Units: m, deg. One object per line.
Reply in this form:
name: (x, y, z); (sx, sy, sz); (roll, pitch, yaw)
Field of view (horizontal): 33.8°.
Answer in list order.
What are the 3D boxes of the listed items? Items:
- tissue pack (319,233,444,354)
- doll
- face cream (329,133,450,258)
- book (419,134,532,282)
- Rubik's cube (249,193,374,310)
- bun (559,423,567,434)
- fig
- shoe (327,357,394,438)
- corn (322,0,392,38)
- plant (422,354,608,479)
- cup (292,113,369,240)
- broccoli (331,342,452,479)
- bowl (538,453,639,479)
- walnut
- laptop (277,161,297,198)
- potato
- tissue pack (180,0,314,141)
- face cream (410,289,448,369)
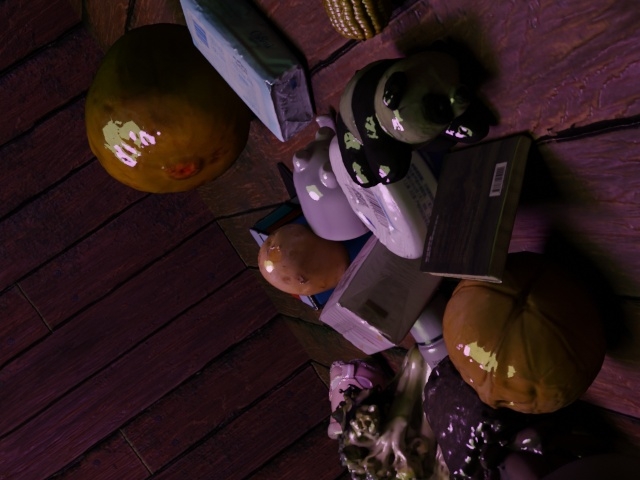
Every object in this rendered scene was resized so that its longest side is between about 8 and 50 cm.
tissue pack: (0.103, 0.068, 1.631); (0.124, 0.185, 0.225); (36, 168, 0)
doll: (0.095, -0.144, 1.204); (0.135, 0.143, 0.234); (63, 168, -10)
face cream: (0.104, -0.078, 1.432); (0.206, 0.111, 0.206); (52, 170, 13)
book: (0.174, -0.034, 1.221); (0.024, 0.160, 0.228); (13, 177, -13)
Rubik's cube: (0.000, 0.001, 1.907); (0.167, 0.183, 0.180); (59, 167, -13)
bun: (0.349, 0.290, 1.643); (0.083, 0.045, 0.083); (56, 168, 18)
fig: (-0.297, -0.271, 2.057); (0.343, 0.343, 0.343); (52, 168, 15)
shoe: (0.125, 0.391, 2.625); (0.351, 0.171, 0.198); (26, -117, -75)
corn: (0.023, -0.318, 1.147); (0.080, 0.080, 0.231); (45, 166, 40)
plant: (0.274, 0.298, 1.527); (0.321, 0.194, 0.182); (-130, 45, -52)
cup: (0.032, -0.111, 1.659); (0.134, 0.173, 0.142); (12, 145, 26)
broccoli: (0.179, 0.328, 1.966); (0.348, 0.293, 0.281); (20, 106, 54)
bowl: (0.412, 0.384, 1.254); (0.354, 0.185, 0.354); (46, 163, 19)
walnut: (0.239, 0.114, 1.251); (0.193, 0.193, 0.226); (51, 168, 20)
laptop: (-0.022, -0.070, 2.226); (0.197, 0.016, 0.135); (50, 169, 30)
potato: (-0.027, 0.034, 1.735); (0.178, 0.118, 0.109); (19, -124, -45)
tissue pack: (-0.120, -0.309, 1.751); (0.263, 0.089, 0.177); (47, 168, 23)
face cream: (0.250, 0.226, 1.766); (0.143, 0.089, 0.314); (-24, 106, 43)
